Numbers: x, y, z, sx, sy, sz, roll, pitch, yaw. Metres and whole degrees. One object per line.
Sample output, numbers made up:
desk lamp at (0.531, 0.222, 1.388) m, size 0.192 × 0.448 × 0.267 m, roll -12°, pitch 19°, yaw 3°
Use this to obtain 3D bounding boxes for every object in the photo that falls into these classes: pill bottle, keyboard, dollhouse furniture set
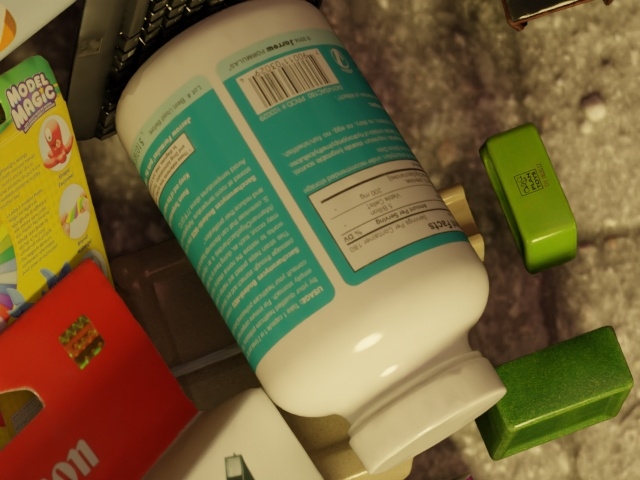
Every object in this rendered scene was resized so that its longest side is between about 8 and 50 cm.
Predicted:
pill bottle at (0.000, 0.000, 0.838) m, size 0.146 × 0.146 × 0.264 m, roll -25°, pitch 74°, yaw -21°
keyboard at (-0.051, -0.149, 0.829) m, size 0.201 × 0.317 × 0.033 m, roll -31°, pitch 83°, yaw -21°
dollhouse furniture set at (0.032, 0.069, 0.973) m, size 0.301 × 0.151 × 0.197 m, roll -20°, pitch 75°, yaw 0°

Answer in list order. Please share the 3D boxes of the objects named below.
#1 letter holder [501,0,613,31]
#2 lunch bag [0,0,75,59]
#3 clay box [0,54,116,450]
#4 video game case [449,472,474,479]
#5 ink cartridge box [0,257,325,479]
letter holder at (0.166, -0.314, 1.028) m, size 0.152 × 0.214 × 0.302 m, roll -17°, pitch 92°, yaw 11°
lunch bag at (-0.359, -0.201, 0.760) m, size 0.328 × 0.239 × 0.385 m, roll -43°, pitch 108°, yaw -17°
clay box at (-0.178, 0.017, 0.816) m, size 0.127 × 0.053 × 0.222 m, roll -48°, pitch 133°, yaw -53°
video game case at (0.095, 0.294, 0.918) m, size 0.210 × 0.042 × 0.232 m, roll -27°, pitch 85°, yaw -52°
ink cartridge box at (-0.106, 0.159, 0.742) m, size 0.239 × 0.060 × 0.275 m, roll 57°, pitch 37°, yaw -12°
